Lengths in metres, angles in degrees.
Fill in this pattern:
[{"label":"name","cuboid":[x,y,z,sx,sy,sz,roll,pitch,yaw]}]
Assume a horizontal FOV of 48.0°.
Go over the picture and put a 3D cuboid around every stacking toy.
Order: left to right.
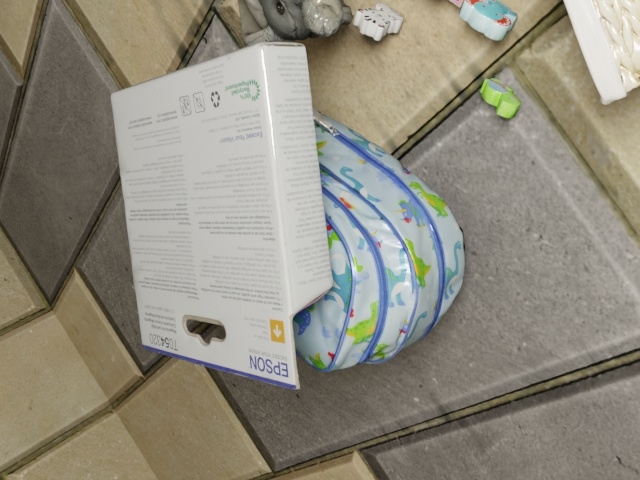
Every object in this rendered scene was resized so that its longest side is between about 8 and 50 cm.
[{"label":"stacking toy","cuboid":[0.137,-0.242,0.709,0.221,0.052,0.167,41,139,22]}]

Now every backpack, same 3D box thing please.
[{"label":"backpack","cuboid":[0.000,0.000,0.888,0.356,0.273,0.290,30,119,17]}]

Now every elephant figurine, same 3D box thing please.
[{"label":"elephant figurine","cuboid":[-0.034,-0.275,0.762,0.169,0.186,0.239,-21,78,32]}]

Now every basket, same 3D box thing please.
[{"label":"basket","cuboid":[0.243,-0.204,0.551,0.103,0.113,0.167,-18,100,30]}]

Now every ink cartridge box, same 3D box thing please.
[{"label":"ink cartridge box","cuboid":[-0.119,-0.025,0.803,0.324,0.071,0.330,2,101,49]}]
